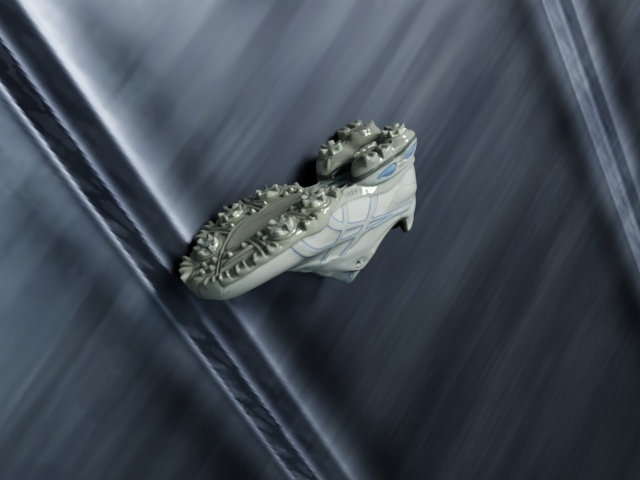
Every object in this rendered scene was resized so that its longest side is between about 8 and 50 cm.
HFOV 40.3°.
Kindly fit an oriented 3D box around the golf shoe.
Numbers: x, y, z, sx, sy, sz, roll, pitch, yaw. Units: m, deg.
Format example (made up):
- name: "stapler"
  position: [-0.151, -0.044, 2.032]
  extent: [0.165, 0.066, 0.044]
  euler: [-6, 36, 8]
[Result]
- name: "golf shoe"
  position: [0.000, 0.000, 0.519]
  extent: [0.176, 0.069, 0.086]
  euler: [-34, 123, -29]
